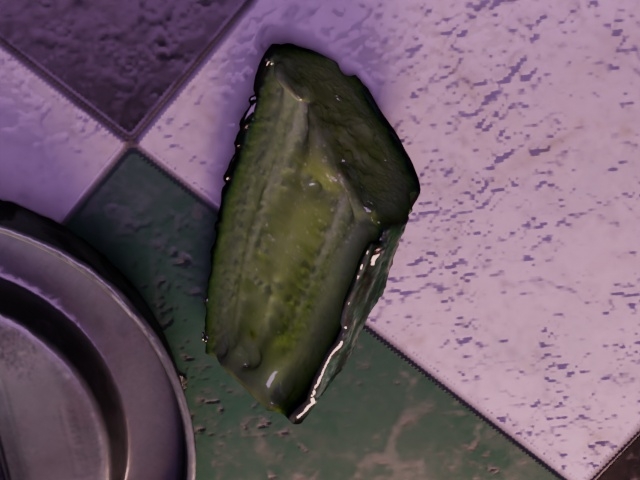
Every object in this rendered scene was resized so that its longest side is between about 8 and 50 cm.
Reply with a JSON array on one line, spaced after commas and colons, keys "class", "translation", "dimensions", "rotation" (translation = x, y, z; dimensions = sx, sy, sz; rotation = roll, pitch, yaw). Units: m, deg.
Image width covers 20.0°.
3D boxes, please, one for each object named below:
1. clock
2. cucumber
[{"class": "clock", "translation": [-0.225, 0.119, 1.049], "dimensions": [0.312, 0.061, 0.313], "rotation": [-1, 111, -3]}, {"class": "cucumber", "translation": [0.000, 0.000, 1.012], "dimensions": [0.115, 0.086, 0.193], "rotation": [33, 113, 31]}]
